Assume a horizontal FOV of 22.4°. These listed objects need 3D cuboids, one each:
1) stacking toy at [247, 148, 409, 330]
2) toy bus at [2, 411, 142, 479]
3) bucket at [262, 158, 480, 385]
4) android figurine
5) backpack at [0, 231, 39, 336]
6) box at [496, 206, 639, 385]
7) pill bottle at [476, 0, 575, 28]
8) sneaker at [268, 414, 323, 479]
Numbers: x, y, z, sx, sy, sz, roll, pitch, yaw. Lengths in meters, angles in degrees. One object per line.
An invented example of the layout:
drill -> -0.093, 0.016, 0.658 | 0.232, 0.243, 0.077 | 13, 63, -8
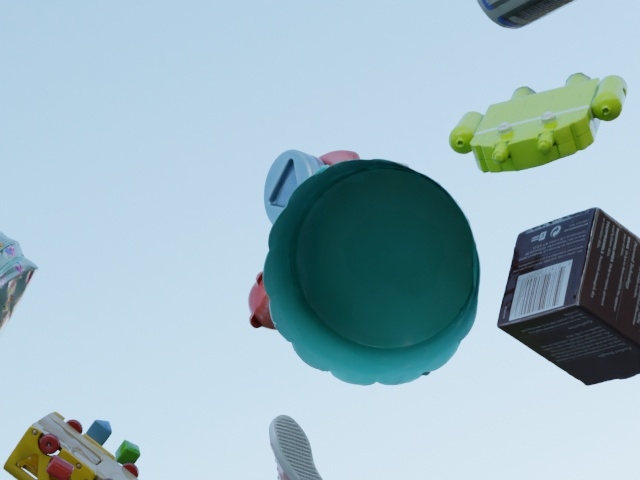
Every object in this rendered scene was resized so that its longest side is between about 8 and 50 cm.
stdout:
stacking toy -> 0.000, 0.000, 2.522 | 0.130, 0.309, 0.279 | 8, -8, -37
toy bus -> -0.329, 0.326, 2.192 | 0.191, 0.202, 0.104 | 25, -74, -38
bucket -> 0.070, 0.032, 1.989 | 0.281, 0.281, 0.183 | -27, 0, 9
android figurine -> 0.299, -0.163, 2.231 | 0.248, 0.056, 0.273 | -12, 19, 23
backpack -> -0.382, 0.060, 1.704 | 0.182, 0.115, 0.152 | -56, 0, 24
box -> 0.396, 0.085, 2.365 | 0.203, 0.167, 0.168 | 33, -33, -28
pill bottle -> 0.203, -0.243, 1.423 | 0.078, 0.078, 0.137 | -4, -10, -34
sneaker -> -0.037, 0.276, 1.904 | 0.051, 0.134, 0.070 | -21, -9, -44
